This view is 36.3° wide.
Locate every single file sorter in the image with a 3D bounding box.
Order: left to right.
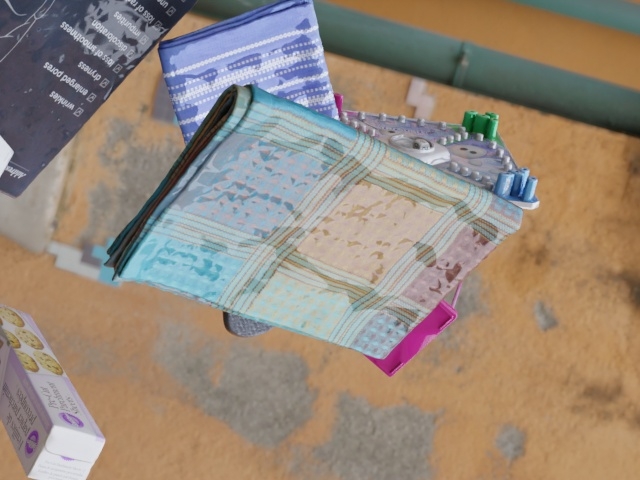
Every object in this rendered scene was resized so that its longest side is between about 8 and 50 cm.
[{"bbox_3d":[0.114,0.080,1.972,0.202,0.290,0.182,-47,-175,28],"label":"file sorter"}]

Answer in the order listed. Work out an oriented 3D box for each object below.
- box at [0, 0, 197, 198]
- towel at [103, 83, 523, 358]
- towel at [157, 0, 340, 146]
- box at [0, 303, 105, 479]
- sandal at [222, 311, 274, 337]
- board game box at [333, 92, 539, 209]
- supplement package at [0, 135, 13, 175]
[{"bbox_3d":[-0.463,-0.368,1.308,0.472,0.297,0.480,-48,159,1],"label":"box"},{"bbox_3d":[0.000,0.000,1.024,0.271,0.370,0.040,-49,-144,31],"label":"towel"},{"bbox_3d":[-0.082,-0.170,1.442,0.040,0.243,0.336,42,-30,60],"label":"towel"},{"bbox_3d":[-0.331,0.164,1.106,0.324,0.067,0.063,35,-81,55],"label":"box"},{"bbox_3d":[-0.083,0.031,1.430,0.054,0.097,0.255,-33,-143,54],"label":"sandal"},{"bbox_3d":[0.163,-0.174,1.737,0.390,0.389,0.050,-93,-170,-65],"label":"board game box"},{"bbox_3d":[-0.418,-0.087,0.957,0.105,0.179,0.105,63,42,-54],"label":"supplement package"}]
